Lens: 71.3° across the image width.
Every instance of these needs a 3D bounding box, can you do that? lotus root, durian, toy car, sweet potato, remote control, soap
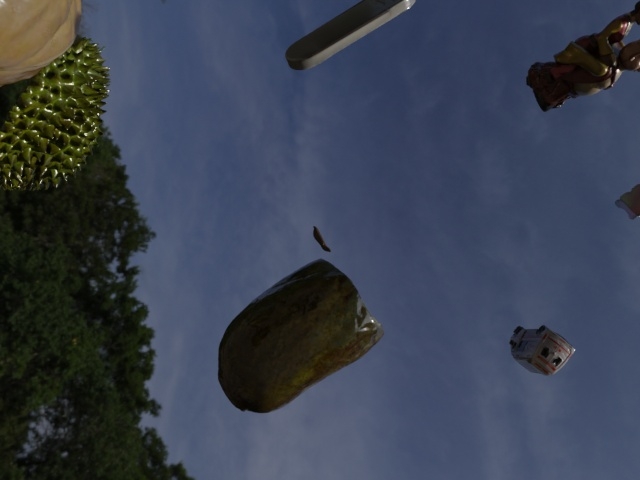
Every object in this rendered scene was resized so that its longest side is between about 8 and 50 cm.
[{"bbox_3d":[-0.061,0.216,0.971,0.346,0.250,0.250,-38,-120,-6],"label":"lotus root"},{"bbox_3d":[-0.525,-0.235,0.858,0.169,0.157,0.355,39,-84,35],"label":"durian"},{"bbox_3d":[0.554,0.288,1.160,0.089,0.209,0.108,37,-100,6],"label":"toy car"},{"bbox_3d":[0.000,0.000,1.393,0.026,0.026,0.115,-53,-128,30],"label":"sweet potato"},{"bbox_3d":[0.050,-0.355,0.737,0.245,0.022,0.077,-33,-131,-5],"label":"remote control"},{"bbox_3d":[0.715,-0.096,0.980,0.056,0.149,0.100,56,-48,22],"label":"soap"}]

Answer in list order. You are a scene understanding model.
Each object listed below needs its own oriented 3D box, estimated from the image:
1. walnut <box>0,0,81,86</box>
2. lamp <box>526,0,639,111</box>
[{"bbox_3d":[-0.364,-0.285,0.450,0.225,0.225,0.260,-27,-116,40],"label":"walnut"},{"bbox_3d":[0.511,-0.331,0.808,0.253,0.118,0.118,-22,-103,50],"label":"lamp"}]
